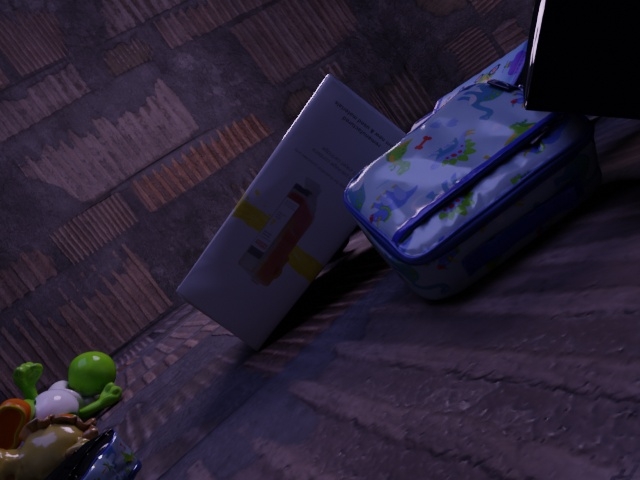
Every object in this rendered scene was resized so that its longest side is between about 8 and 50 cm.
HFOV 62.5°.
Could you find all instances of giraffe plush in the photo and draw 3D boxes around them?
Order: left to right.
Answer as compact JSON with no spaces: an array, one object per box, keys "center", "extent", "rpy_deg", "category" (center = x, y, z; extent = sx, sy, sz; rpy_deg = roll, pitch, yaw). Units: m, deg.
[{"center":[-0.347,0.281,0.626],"extent":[0.171,0.210,0.181],"rpy_deg":[-13,28,-29],"category":"giraffe plush"}]

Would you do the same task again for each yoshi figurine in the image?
[{"center":[-0.565,0.345,1.189],"extent":[0.203,0.203,0.362],"rpy_deg":[-21,3,-7],"category":"yoshi figurine"}]

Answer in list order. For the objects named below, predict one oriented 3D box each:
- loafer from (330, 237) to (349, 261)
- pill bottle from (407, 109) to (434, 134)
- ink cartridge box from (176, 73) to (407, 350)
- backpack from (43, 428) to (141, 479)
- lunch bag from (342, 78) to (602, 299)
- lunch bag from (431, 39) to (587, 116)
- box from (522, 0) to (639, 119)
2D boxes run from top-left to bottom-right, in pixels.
[{"center":[0.000,0.000,1.100],"extent":[0.078,0.080,0.220],"rpy_deg":[-40,8,-28],"category":"loafer"},{"center":[0.297,-0.272,1.358],"extent":[0.112,0.112,0.187],"rpy_deg":[-39,7,-20],"category":"pill bottle"},{"center":[-0.026,-0.051,0.856],"extent":[0.384,0.160,0.279],"rpy_deg":[-51,2,14],"category":"ink cartridge box"},{"center":[-0.222,0.247,0.497],"extent":[0.105,0.084,0.114],"rpy_deg":[-34,12,16],"category":"backpack"},{"center":[0.144,-0.055,0.521],"extent":[0.219,0.090,0.176],"rpy_deg":[-36,38,2],"category":"lunch bag"},{"center":[0.207,-0.106,0.739],"extent":[0.293,0.138,0.221],"rpy_deg":[-52,13,-22],"category":"lunch bag"},{"center":[0.271,-0.166,0.440],"extent":[0.184,0.103,0.261],"rpy_deg":[13,25,16],"category":"box"}]
